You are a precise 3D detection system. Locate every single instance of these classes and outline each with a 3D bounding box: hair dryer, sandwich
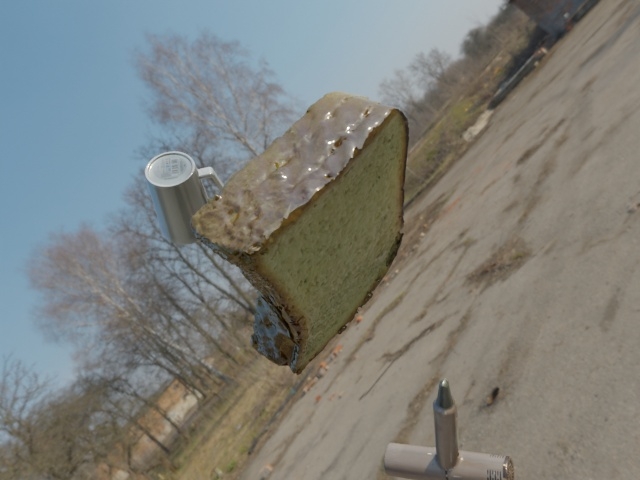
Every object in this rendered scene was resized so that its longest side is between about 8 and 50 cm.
[{"bbox_3d":[0.163,0.286,0.743,0.195,0.220,0.053,-7,34,30],"label":"hair dryer"},{"bbox_3d":[0.000,0.000,0.426,0.186,0.065,0.214,-49,-27,-21],"label":"sandwich"}]

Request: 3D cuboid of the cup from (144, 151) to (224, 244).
[{"bbox_3d":[-0.169,-0.057,0.660,0.104,0.074,0.116,-13,-36,-10],"label":"cup"}]
